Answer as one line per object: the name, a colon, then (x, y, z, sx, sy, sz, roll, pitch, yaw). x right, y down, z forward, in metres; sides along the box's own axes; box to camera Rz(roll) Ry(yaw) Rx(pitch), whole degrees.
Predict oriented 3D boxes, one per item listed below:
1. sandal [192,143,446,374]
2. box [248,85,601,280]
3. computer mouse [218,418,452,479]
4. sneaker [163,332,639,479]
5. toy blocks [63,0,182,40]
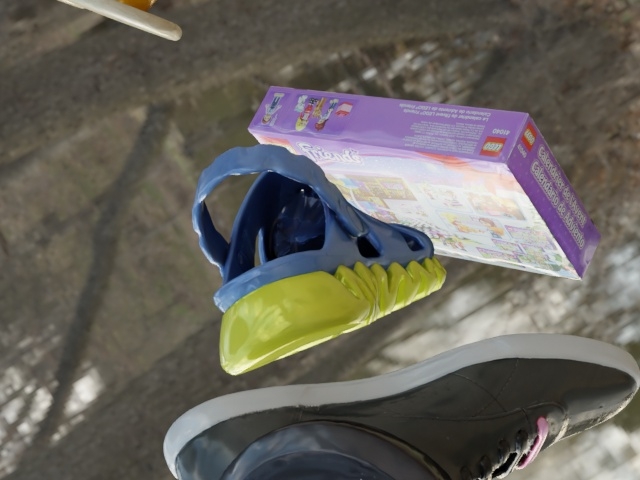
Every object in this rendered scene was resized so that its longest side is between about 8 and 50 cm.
sandal: (0.000, 0.000, 0.950, 0.138, 0.126, 0.317, 66, -167, 5)
box: (0.099, -0.057, 1.289, 0.293, 0.057, 0.201, 11, 156, 37)
computer mouse: (0.019, 0.194, 0.633, 0.072, 0.189, 0.272, -60, -36, -65)
sneaker: (0.070, 0.147, 0.776, 0.104, 0.296, 0.146, 101, 154, -48)
toy blocks: (-0.084, -0.173, 0.593, 0.123, 0.148, 0.054, 25, -174, 40)
